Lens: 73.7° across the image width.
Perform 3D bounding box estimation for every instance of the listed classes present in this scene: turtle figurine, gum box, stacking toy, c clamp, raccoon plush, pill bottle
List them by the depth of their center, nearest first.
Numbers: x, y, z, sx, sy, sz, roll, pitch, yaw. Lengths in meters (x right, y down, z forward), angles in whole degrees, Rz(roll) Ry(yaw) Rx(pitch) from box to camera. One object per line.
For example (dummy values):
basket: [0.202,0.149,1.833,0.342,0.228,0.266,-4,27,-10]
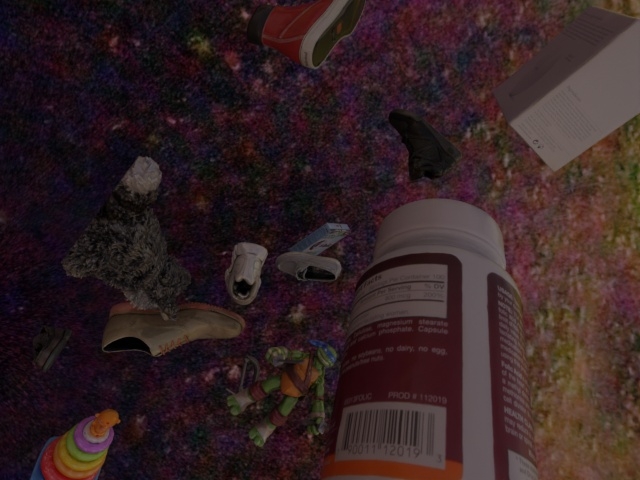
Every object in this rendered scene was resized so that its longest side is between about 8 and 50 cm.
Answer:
pill bottle: [0.139,0.149,0.540,0.224,0.224,0.392,42,45,-29]
turtle figurine: [-0.078,0.348,0.955,0.198,0.266,0.275,46,10,-29]
raccoon plush: [-0.391,0.038,0.991,0.299,0.446,0.216,37,56,-23]
stacking toy: [-0.652,0.563,1.197,0.175,0.302,0.166,31,22,-24]
c clamp: [-0.227,0.420,1.311,0.137,0.022,0.161,59,25,-33]
gum box: [0.000,0.000,1.576,0.157,0.184,0.041,1,60,-59]

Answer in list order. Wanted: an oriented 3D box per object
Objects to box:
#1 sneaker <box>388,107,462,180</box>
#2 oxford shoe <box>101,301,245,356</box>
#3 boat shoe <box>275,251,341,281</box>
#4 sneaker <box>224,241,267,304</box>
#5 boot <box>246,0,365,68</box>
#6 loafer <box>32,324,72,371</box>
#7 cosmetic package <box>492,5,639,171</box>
sneaker: [0.250,-0.247,1.136,0.227,0.087,0.130,43,84,4]
oxford shoe: [-0.417,0.271,1.224,0.141,0.396,0.147,88,2,-46]
boat shoe: [-0.047,0.093,1.416,0.081,0.227,0.079,-68,160,-58]
sneaker: [-0.218,0.122,1.190,0.109,0.292,0.118,9,57,-9]
boot: [-0.028,-0.444,0.826,0.244,0.176,0.088,-54,161,-26]
loafer: [-0.763,0.293,1.185,0.084,0.267,0.096,32,78,-20]
cosmetic package: [0.465,-0.281,0.784,0.138,0.224,0.224,39,34,-13]
